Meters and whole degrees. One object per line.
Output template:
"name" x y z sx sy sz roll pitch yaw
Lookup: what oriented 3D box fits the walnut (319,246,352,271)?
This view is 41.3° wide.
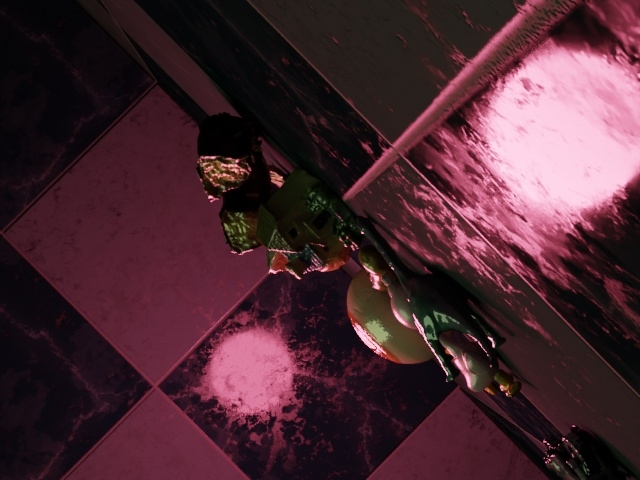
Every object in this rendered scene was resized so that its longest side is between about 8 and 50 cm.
"walnut" 0.000 0.000 2.218 0.155 0.155 0.184 47 172 -30

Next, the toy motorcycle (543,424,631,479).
"toy motorcycle" 0.509 0.442 1.646 0.159 0.106 0.270 50 175 15

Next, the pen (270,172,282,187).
"pen" -0.120 -0.177 2.521 0.053 0.032 0.197 45 180 19

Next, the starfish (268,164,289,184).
"starfish" -0.093 -0.153 2.292 0.223 0.050 0.217 34 177 -27

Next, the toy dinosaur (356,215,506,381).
"toy dinosaur" 0.170 0.074 1.485 0.331 0.129 0.383 54 176 3

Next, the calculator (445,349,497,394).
"calculator" 0.418 0.358 2.429 0.235 0.032 0.146 44 177 -11

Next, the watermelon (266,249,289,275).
"watermelon" -0.076 -0.037 2.097 0.128 0.231 0.146 43 -165 -55

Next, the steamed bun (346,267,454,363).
"steamed bun" 0.174 0.188 2.038 0.283 0.177 0.283 45 178 2

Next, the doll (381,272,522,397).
"doll" 0.264 0.201 1.794 0.365 0.094 0.160 45 180 2

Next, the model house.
"model house" -0.024 -0.018 1.879 0.214 0.189 0.195 48 178 -32

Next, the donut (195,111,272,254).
"donut" -0.197 -0.156 2.037 0.259 0.136 0.345 -89 -11 -49

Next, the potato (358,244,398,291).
"potato" 0.132 0.058 1.871 0.091 0.070 0.138 50 173 37
